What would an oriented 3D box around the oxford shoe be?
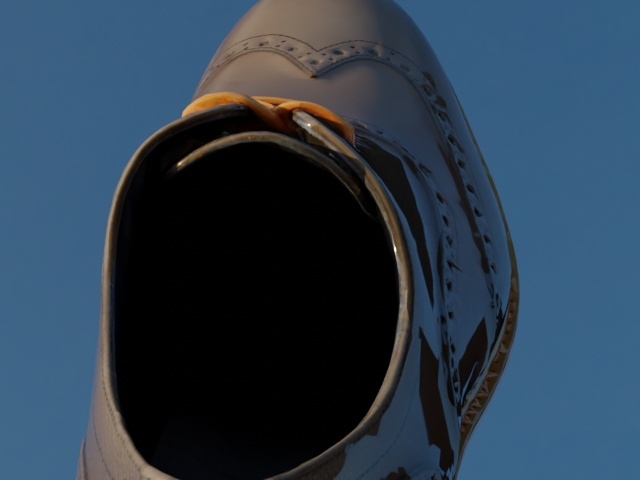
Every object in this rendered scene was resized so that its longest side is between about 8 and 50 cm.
[{"bbox_3d":[0.000,0.000,0.593,0.130,0.364,0.133,1,-53,2],"label":"oxford shoe"}]
